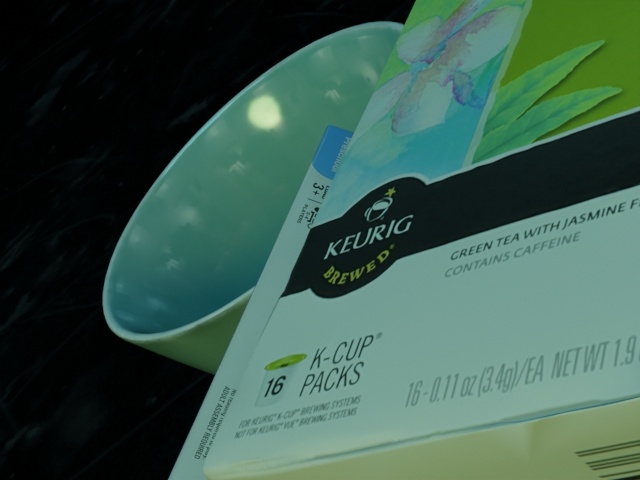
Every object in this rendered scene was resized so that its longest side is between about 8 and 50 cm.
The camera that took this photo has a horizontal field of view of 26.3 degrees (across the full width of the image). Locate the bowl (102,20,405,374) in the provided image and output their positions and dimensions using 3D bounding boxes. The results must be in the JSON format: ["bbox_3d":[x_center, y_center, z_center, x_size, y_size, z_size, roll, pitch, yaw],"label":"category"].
[{"bbox_3d":[0.000,0.000,1.045,0.311,0.163,0.311,-33,29,21],"label":"bowl"}]

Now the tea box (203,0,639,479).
[{"bbox_3d":[0.186,0.038,0.537,0.220,0.329,0.323,-20,36,41],"label":"tea box"}]

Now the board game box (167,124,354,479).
[{"bbox_3d":[0.055,0.116,0.730,0.078,0.233,0.347,103,-173,-52],"label":"board game box"}]
